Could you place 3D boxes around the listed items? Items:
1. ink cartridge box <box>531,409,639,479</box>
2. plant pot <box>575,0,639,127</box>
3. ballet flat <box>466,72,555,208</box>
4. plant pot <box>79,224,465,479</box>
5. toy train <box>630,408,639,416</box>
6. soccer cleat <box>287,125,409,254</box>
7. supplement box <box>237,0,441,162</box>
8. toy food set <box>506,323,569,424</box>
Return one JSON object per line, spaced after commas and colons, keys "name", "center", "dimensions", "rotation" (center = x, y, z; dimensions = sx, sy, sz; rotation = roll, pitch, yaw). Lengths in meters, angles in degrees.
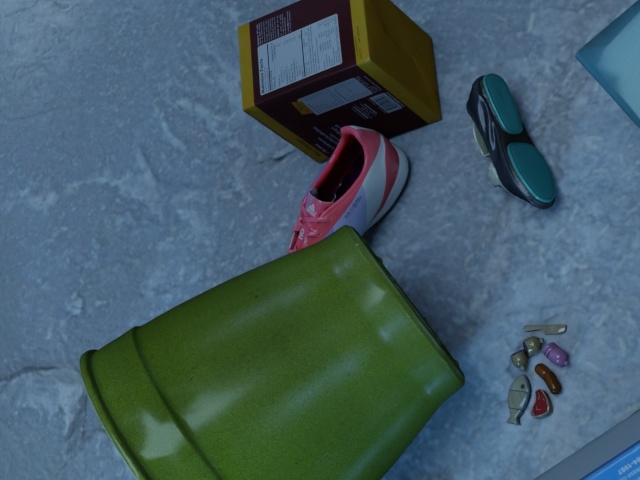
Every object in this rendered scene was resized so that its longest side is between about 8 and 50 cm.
{"name": "ink cartridge box", "center": [0.352, 0.336, 1.514], "dimensions": [0.223, 0.129, 0.307], "rotation": [-37, 90, 17]}
{"name": "plant pot", "center": [0.439, -0.156, 1.740], "dimensions": [0.165, 0.165, 0.234], "rotation": [-40, 60, 15]}
{"name": "ballet flat", "center": [0.231, -0.112, 1.928], "dimensions": [0.074, 0.074, 0.203], "rotation": [-31, 62, 21]}
{"name": "plant pot", "center": [-0.033, 0.175, 1.838], "dimensions": [0.353, 0.366, 0.366], "rotation": [-37, 53, 2]}
{"name": "toy train", "center": [0.389, 0.216, 1.665], "dimensions": [0.143, 0.105, 0.248], "rotation": [24, 86, 52]}
{"name": "soccer cleat", "center": [0.000, 0.000, 2.002], "dimensions": [0.108, 0.116, 0.318], "rotation": [26, 87, 39]}
{"name": "supplement box", "center": [0.024, -0.219, 2.028], "dimensions": [0.194, 0.191, 0.129], "rotation": [-18, 62, 27]}
{"name": "toy food set", "center": [0.256, 0.156, 1.824], "dimensions": [0.078, 0.019, 0.122], "rotation": [-4, 69, 33]}
